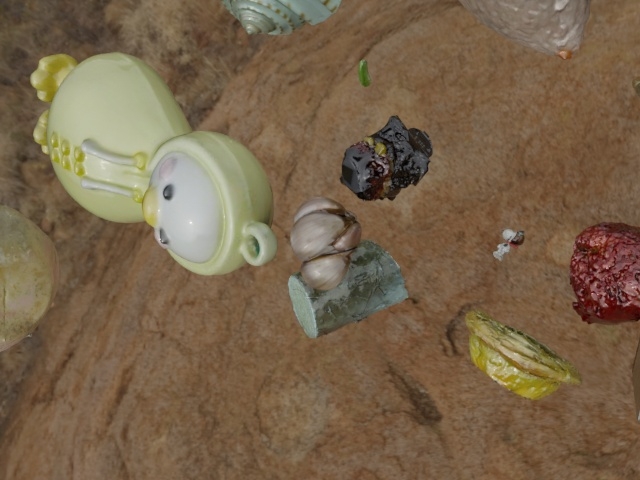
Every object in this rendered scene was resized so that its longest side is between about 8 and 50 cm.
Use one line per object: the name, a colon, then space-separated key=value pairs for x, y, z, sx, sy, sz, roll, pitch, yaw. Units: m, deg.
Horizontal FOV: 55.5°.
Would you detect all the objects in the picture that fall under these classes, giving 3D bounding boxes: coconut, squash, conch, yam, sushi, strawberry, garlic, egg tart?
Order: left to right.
coconut: x=-0.523 y=0.056 z=0.937 sx=0.237 sy=0.197 sz=0.237 roll=-17 pitch=51 yaw=23
conch: x=-0.069 y=-0.493 z=0.960 sx=0.303 sy=0.215 sz=0.319 roll=20 pitch=112 yaw=61
garlic: x=0.000 y=0.000 z=1.495 sx=0.191 sy=0.160 sz=0.214 roll=-41 pitch=24 yaw=42
yam: x=0.079 y=0.149 z=1.890 sx=0.348 sy=0.241 sz=0.241 roll=-22 pitch=56 yaw=-25
squash: x=0.099 y=-0.381 z=1.390 sx=0.027 sy=0.089 sz=0.027 roll=-4 pitch=67 yaw=11
sushi: x=0.127 y=-0.168 z=1.424 sx=0.153 sy=0.150 sz=0.172 roll=58 pitch=143 yaw=19
egg tart: x=0.423 y=0.251 z=1.312 sx=0.288 sy=0.288 sz=0.118 roll=30 pitch=98 yaw=33
strawberry: x=0.665 y=0.063 z=1.356 sx=0.274 sy=0.274 sz=0.220 roll=-40 pitch=84 yaw=14

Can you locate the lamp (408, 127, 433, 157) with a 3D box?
lamp: x=0.236 y=-0.242 z=1.747 sx=0.147 sy=0.172 sz=0.227 roll=50 pitch=134 yaw=-4

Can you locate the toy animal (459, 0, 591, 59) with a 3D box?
toy animal: x=0.276 y=-0.424 z=0.886 sx=0.188 sy=0.226 sz=0.358 roll=-33 pitch=82 yaw=7

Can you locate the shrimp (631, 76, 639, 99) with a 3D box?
shrimp: x=0.869 y=-0.361 z=1.565 sx=0.143 sy=0.251 sz=0.052 roll=38 pitch=127 yaw=1

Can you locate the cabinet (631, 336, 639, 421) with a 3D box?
cabinet: x=0.748 y=0.273 z=1.239 sx=0.174 sy=0.215 sz=0.148 roll=10 pitch=111 yaw=22

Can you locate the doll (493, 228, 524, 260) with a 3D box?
doll: x=0.450 y=0.008 z=1.447 sx=0.058 sy=0.040 sz=0.085 roll=14 pitch=64 yaw=30

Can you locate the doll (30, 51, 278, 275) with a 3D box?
doll: x=-0.138 y=-0.061 z=0.481 sx=0.296 sy=0.117 sz=0.141 roll=37 pitch=121 yaw=39
